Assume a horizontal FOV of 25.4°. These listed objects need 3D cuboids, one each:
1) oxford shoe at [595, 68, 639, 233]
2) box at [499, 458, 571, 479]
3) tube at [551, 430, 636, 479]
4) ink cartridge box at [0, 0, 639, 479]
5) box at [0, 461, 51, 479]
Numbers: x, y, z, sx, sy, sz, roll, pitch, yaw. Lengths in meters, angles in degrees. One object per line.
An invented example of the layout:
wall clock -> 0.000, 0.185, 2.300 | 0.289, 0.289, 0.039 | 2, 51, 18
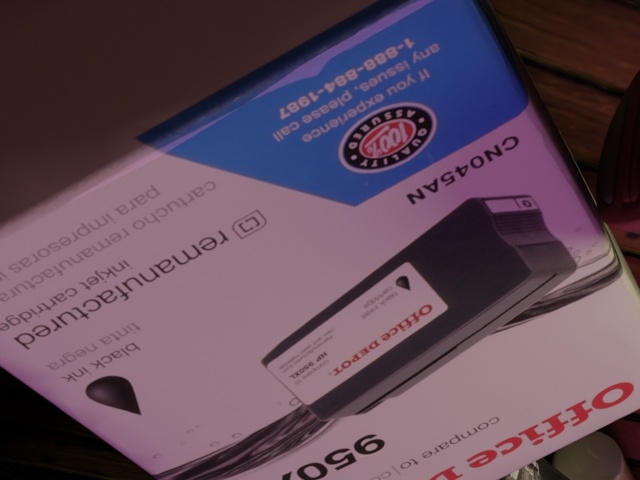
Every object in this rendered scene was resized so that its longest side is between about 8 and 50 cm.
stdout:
oxford shoe -> 0.274, -0.073, 0.587 | 0.147, 0.140, 0.397 | 24, 153, -22
box -> 0.124, 0.260, 1.206 | 0.242, 0.076, 0.307 | -11, 147, 35
tube -> 0.262, 0.244, 1.277 | 0.062, 0.070, 0.240 | -49, 146, -11
ink cartridge box -> 0.000, 0.000, 0.783 | 0.285, 0.166, 0.395 | -28, 140, 11
box -> -0.135, 0.285, 0.994 | 0.313, 0.178, 0.343 | 23, 169, -20
